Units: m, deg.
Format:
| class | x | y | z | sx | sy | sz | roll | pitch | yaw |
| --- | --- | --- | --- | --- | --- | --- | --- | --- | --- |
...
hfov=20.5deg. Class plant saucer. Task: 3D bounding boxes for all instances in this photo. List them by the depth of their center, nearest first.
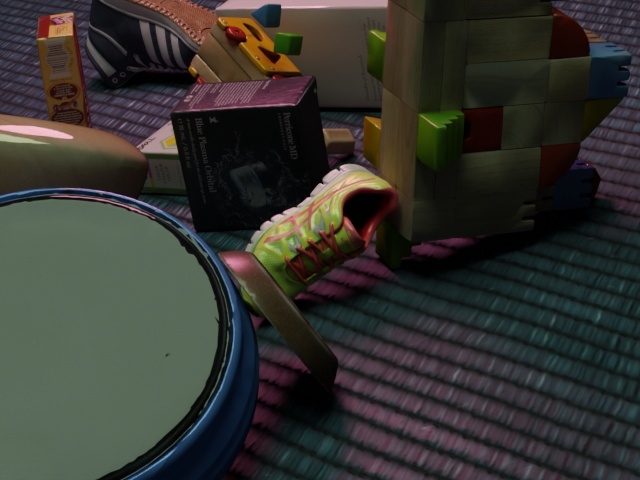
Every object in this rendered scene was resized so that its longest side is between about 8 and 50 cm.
| class | x | y | z | sx | sy | sz | roll | pitch | yaw |
| --- | --- | --- | --- | --- | --- | --- | --- | --- | --- |
| plant saucer | -0.034 | 0.070 | 1.666 | 0.029 | 0.168 | 0.168 | -40 | 27 | -1 |

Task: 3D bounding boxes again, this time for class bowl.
| class | x | y | z | sx | sy | sz | roll | pitch | yaw |
| --- | --- | --- | --- | --- | --- | --- | --- | --- | --- |
| bowl | -0.251 | 0.108 | 1.582 | 0.391 | 0.077 | 0.391 | -2 | 49 | 3 |

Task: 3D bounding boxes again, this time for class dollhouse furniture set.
| class | x | y | z | sx | sy | sz | roll | pitch | yaw |
| --- | --- | --- | --- | --- | --- | --- | --- | --- | --- |
| dollhouse furniture set | -0.006 | -0.090 | 2.202 | 0.114 | 0.091 | 0.081 | -5 | -30 | -48 |

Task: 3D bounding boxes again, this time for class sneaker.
| class | x | y | z | sx | sy | sz | roll | pitch | yaw |
| --- | --- | --- | --- | --- | --- | --- | --- | --- | --- |
| sneaker | 0.000 | 0.000 | 1.846 | 0.208 | 0.081 | 0.094 | -48 | 32 | -17 |
| sneaker | -0.225 | -0.275 | 2.618 | 0.282 | 0.153 | 0.099 | 30 | 34 | 11 |

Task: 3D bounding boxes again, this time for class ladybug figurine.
| class | x | y | z | sx | sy | sz | roll | pitch | yaw |
| --- | --- | --- | --- | --- | --- | --- | --- | --- | --- |
| ladybug figurine | -0.401 | -0.065 | 2.060 | 0.449 | 0.162 | 0.305 | 8 | 0 | 39 |

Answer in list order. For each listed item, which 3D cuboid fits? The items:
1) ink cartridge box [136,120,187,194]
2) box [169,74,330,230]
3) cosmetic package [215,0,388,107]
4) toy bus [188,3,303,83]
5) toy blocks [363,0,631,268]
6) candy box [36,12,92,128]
| class | x | y | z | sx | sy | sz | roll | pitch | yaw |
| --- | --- | --- | --- | --- | --- | --- | --- | --- | --- |
| ink cartridge box | -0.168 | -0.107 | 2.238 | 0.209 | 0.062 | 0.109 | 3 | 28 | 29 |
| box | -0.078 | -0.101 | 2.073 | 0.158 | 0.156 | 0.093 | -3 | 26 | 17 |
| cosmetic package | 0.065 | -0.282 | 2.416 | 0.366 | 0.155 | 0.197 | 2 | 26 | 29 |
| toy bus | -0.075 | -0.203 | 2.322 | 0.191 | 0.202 | 0.104 | -1 | 4 | 40 |
| toy blocks | 0.204 | -0.159 | 1.874 | 0.261 | 0.381 | 0.191 | -6 | 24 | -19 |
| candy box | -0.339 | -0.198 | 2.357 | 0.053 | 0.186 | 0.109 | -9 | 23 | -3 |
